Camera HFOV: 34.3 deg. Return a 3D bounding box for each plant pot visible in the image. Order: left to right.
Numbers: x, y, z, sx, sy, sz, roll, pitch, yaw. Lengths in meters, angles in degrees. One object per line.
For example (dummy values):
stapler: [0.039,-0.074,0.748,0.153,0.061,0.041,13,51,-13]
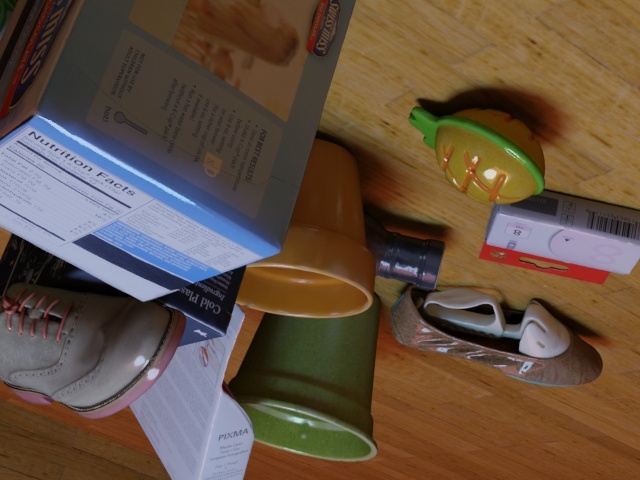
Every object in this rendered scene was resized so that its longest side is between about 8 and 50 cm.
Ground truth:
plant pot: [-0.026,-0.021,1.316,0.205,0.188,0.205,6,160,2]
plant pot: [-0.013,0.198,1.710,0.276,0.254,0.276,13,156,6]

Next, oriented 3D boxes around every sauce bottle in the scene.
sauce bottle: [0.000,0.000,1.454,0.344,0.111,0.111,14,155,7]

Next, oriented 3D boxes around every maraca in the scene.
maraca: [0.174,-0.101,1.167,0.185,0.099,0.127,28,164,44]

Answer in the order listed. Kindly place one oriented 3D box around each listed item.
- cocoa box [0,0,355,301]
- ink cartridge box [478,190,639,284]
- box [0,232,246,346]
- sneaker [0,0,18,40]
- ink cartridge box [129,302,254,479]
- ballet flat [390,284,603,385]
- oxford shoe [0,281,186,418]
cocoa box: [-0.137,-0.161,0.909,0.231,0.347,0.228,31,151,-29]
ink cartridge box: [0.312,0.015,1.378,0.189,0.066,0.232,12,151,6]
box: [-0.226,-0.036,1.269,0.179,0.312,0.343,30,151,-28]
sneaker: [-0.320,-0.207,1.129,0.123,0.109,0.295,21,-176,4]
ink cartridge box: [-0.191,0.163,1.562,0.091,0.308,0.385,-6,128,-34]
ballet flat: [0.278,0.136,1.616,0.342,0.116,0.124,15,136,10]
oxford shoe: [-0.276,0.105,1.084,0.348,0.123,0.130,-13,136,45]
